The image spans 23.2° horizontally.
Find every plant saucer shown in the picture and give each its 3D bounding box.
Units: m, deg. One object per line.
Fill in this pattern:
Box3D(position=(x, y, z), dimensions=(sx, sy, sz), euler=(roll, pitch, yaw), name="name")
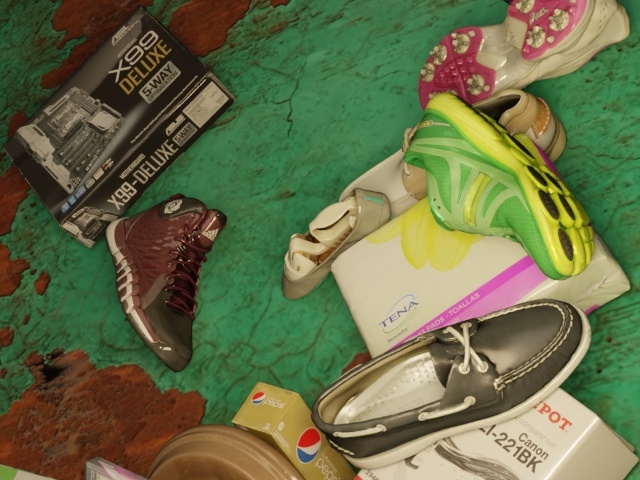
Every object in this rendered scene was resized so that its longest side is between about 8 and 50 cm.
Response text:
Box3D(position=(-0.103, 0.340, 1.720), dimensions=(0.278, 0.041, 0.278), euler=(10, 108, 35), name="plant saucer")

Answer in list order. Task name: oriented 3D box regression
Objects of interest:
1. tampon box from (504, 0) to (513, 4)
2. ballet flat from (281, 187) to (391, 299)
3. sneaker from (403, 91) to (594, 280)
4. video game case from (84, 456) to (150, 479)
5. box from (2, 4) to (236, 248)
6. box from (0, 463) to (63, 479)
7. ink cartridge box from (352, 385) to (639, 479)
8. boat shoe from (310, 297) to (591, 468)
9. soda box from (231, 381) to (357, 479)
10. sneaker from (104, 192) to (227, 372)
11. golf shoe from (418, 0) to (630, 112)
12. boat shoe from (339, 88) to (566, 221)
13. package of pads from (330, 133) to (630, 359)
Box3D(position=(0.258, -0.378, 1.974), dimensions=(0.120, 0.161, 0.101), euler=(-47, 46, 2), name="tampon box")
Box3D(position=(0.000, 0.000, 1.925), dimensions=(0.213, 0.068, 0.072), euler=(-40, 48, 36), name="ballet flat")
Box3D(position=(0.194, -0.043, 1.716), dimensions=(0.123, 0.109, 0.295), euler=(-54, 45, 17), name="sneaker")
Box3D(position=(-0.160, 0.373, 1.732), dimensions=(0.274, 0.026, 0.196), euler=(18, 113, 34), name="video game case")
Box3D(position=(-0.300, -0.172, 2.292), dimensions=(0.307, 0.076, 0.242), euler=(-45, 46, 2), name="box")
Box3D(position=(-0.349, 0.415, 1.953), dimensions=(0.322, 0.058, 0.232), euler=(7, 66, 37), name="box")
Box3D(position=(0.168, 0.260, 1.645), dimensions=(0.273, 0.114, 0.197), euler=(-49, 45, -4), name="ink cartridge box")
Box3D(position=(0.132, 0.140, 1.608), dimensions=(0.302, 0.091, 0.114), euler=(-33, 46, 13), name="boat shoe")
Box3D(position=(-0.024, 0.238, 1.747), dimensions=(0.061, 0.181, 0.058), euler=(11, 57, 40), name="soda box")
Box3D(position=(-0.184, 0.032, 2.058), dimensions=(0.162, 0.106, 0.281), euler=(-34, 46, 8), name="sneaker")
Box3D(position=(0.249, -0.224, 1.925), dimensions=(0.306, 0.140, 0.115), euler=(-26, 65, 48), name="golf shoe")
Box3D(position=(0.143, -0.102, 1.911), dimensions=(0.302, 0.103, 0.113), euler=(-27, 49, 19), name="boat shoe")
Box3D(position=(0.174, 0.038, 1.799), dimensions=(0.296, 0.101, 0.229), euler=(-35, 47, 11), name="package of pads")
